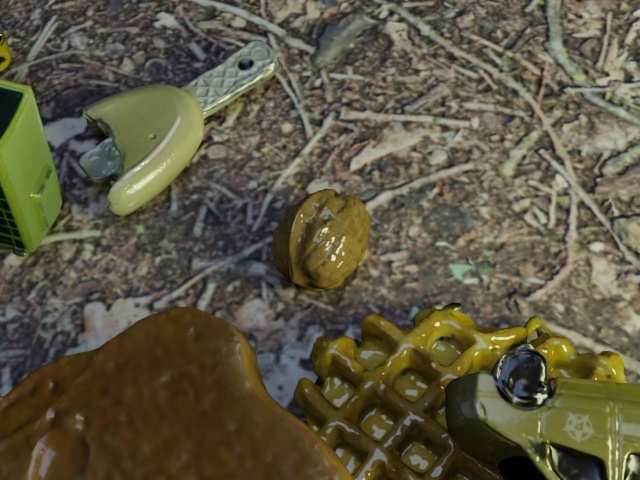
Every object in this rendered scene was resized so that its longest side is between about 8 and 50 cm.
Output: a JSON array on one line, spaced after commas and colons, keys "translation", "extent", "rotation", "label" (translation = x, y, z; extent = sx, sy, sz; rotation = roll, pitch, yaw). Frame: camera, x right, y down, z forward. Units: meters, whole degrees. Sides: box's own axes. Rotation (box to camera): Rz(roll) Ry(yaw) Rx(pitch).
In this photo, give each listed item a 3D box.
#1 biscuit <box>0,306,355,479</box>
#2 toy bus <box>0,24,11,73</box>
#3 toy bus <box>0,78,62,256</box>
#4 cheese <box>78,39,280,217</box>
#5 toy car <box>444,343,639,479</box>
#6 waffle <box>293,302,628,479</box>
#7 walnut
[{"translation": [-0.153, 0.254, 0.722], "extent": [0.385, 0.062, 0.365], "rotation": [-36, 59, -4], "label": "biscuit"}, {"translation": [-0.424, -0.230, 1.030], "extent": [0.145, 0.151, 0.331], "rotation": [-26, 57, -19], "label": "toy bus"}, {"translation": [-0.292, -0.064, 0.900], "extent": [0.101, 0.175, 0.088], "rotation": [13, 59, 5], "label": "toy bus"}, {"translation": [-0.137, -0.125, 0.995], "extent": [0.235, 0.049, 0.127], "rotation": [-35, 60, -16], "label": "cheese"}, {"translation": [0.212, 0.151, 0.690], "extent": [0.257, 0.101, 0.124], "rotation": [6, 69, -1], "label": "toy car"}, {"translation": [0.119, 0.174, 0.775], "extent": [0.329, 0.062, 0.329], "rotation": [-3, 57, 4], "label": "waffle"}, {"translation": [0.000, 0.000, 0.890], "extent": [0.079, 0.082, 0.096], "rotation": [8, 54, 43], "label": "walnut"}]
